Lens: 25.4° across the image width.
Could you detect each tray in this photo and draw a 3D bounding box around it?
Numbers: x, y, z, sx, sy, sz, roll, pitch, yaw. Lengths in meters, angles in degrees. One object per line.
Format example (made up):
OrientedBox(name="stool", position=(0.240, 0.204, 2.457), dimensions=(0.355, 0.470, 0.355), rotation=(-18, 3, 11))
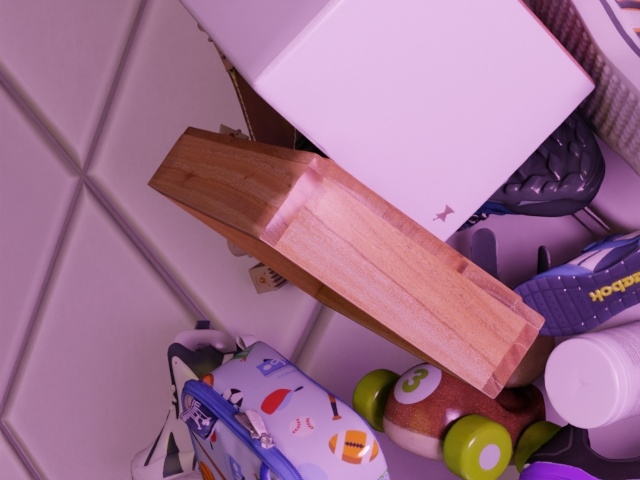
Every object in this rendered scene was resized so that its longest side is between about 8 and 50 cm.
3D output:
OrientedBox(name="tray", position=(0.000, 0.000, 1.124), dimensions=(0.076, 0.203, 0.411), rotation=(-56, 18, -4))

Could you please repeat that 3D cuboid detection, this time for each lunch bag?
OrientedBox(name="lunch bag", position=(-0.014, 0.248, 1.271), dimensions=(0.243, 0.115, 0.303), rotation=(35, 147, 51))

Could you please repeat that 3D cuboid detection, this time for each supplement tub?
OrientedBox(name="supplement tub", position=(0.229, 0.099, 1.077), dimensions=(0.071, 0.107, 0.071), rotation=(8, 101, 47))

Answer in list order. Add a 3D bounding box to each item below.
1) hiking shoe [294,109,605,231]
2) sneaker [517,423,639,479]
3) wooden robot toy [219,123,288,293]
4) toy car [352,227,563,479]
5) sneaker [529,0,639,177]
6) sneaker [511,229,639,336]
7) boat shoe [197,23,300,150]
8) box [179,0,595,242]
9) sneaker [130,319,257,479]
OrientedBox(name="hiking shoe", position=(0.122, -0.064, 1.173), dimensions=(0.304, 0.132, 0.113), rotation=(15, 69, 48))
OrientedBox(name="sneaker", position=(0.280, 0.220, 1.042), dimensions=(0.293, 0.102, 0.146), rotation=(25, 73, 22))
OrientedBox(name="wooden robot toy", position=(-0.053, -0.037, 1.394), dimensions=(0.079, 0.076, 0.173), rotation=(-12, 87, 36))
OrientedBox(name="toy car", position=(0.135, 0.088, 1.166), dimensions=(0.155, 0.149, 0.188), rotation=(21, 99, 55))
OrientedBox(name="sneaker", position=(0.255, -0.126, 1.020), dimensions=(0.321, 0.127, 0.126), rotation=(-115, 5, -49))
OrientedBox(name="sneaker", position=(0.213, 0.030, 1.087), dimensions=(0.144, 0.059, 0.053), rotation=(-20, 107, 14))
OrientedBox(name="boat shoe", position=(-0.069, -0.215, 1.346), dimensions=(0.123, 0.116, 0.324), rotation=(-17, 83, 46))
OrientedBox(name="box", position=(0.013, -0.186, 1.090), dimensions=(0.168, 0.215, 0.345), rotation=(-46, 38, 7))
OrientedBox(name="sneaker", position=(-0.127, 0.166, 1.485), dimensions=(0.235, 0.094, 0.153), rotation=(-28, 69, 50))
